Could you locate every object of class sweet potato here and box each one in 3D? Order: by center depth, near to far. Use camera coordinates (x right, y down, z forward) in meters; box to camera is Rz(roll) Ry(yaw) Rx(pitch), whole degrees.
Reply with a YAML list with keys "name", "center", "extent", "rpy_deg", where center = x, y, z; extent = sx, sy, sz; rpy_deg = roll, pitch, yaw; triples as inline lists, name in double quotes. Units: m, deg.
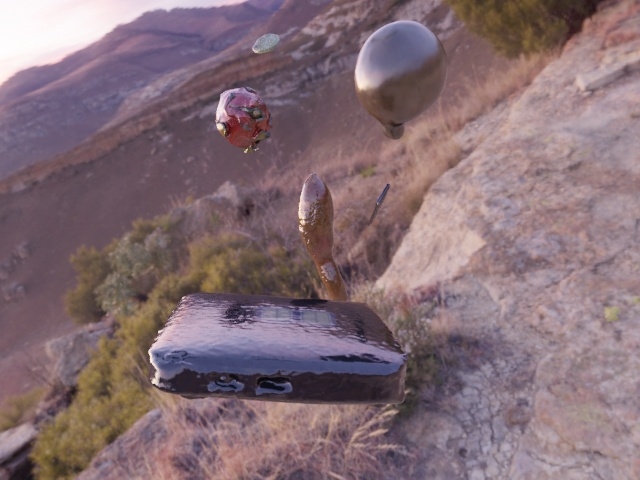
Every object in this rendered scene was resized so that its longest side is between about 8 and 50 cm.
- name: "sweet potato"
  center: [0.000, 0.000, 1.633]
  extent: [0.109, 0.386, 0.109]
  rpy_deg: [-9, 16, 3]

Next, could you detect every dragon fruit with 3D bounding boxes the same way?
- name: "dragon fruit"
  center: [-0.225, -0.363, 1.799]
  extent: [0.200, 0.269, 0.198]
  rpy_deg: [27, 71, 35]

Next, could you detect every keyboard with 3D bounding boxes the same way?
- name: "keyboard"
  center: [0.121, -0.072, 1.195]
  extent: [0.053, 0.010, 0.155]
  rpy_deg: [-59, -6, -14]

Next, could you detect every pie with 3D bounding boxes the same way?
- name: "pie"
  center: [-0.147, -0.535, 1.552]
  extent: [0.085, 0.017, 0.085]
  rpy_deg: [-12, 44, 12]

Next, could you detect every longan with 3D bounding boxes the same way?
- name: "longan"
  center: [0.143, -0.282, 1.018]
  extent: [0.159, 0.205, 0.184]
  rpy_deg: [18, 24, 32]

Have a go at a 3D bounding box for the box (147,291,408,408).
- name: "box"
  center: [-0.065, 0.154, 0.872]
  extent: [0.350, 0.091, 0.359]
  rpy_deg: [4, 6, -7]
